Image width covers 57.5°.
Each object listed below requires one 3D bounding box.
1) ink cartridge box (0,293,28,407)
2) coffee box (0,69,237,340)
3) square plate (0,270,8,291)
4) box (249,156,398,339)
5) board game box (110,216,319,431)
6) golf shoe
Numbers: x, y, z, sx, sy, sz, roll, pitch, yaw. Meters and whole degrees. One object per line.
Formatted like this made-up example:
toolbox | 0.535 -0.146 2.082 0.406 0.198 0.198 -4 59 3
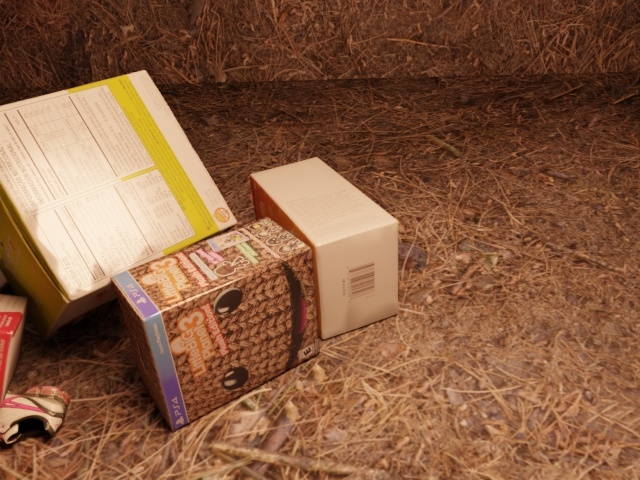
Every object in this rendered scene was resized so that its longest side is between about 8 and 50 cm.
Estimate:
ink cartridge box | -0.628 0.151 0.888 0.306 0.131 0.226 11 5 -23
coffee box | -0.431 -0.057 1.101 0.334 0.338 0.338 -30 -2 -37
square plate | -0.838 0.033 1.397 0.347 0.049 0.344 -2 31 4
box | 0.000 0.000 1.192 0.168 0.215 0.345 -16 33 -19
board game box | -0.163 0.130 0.979 0.291 0.232 0.141 -23 36 -28
golf shoe | -0.503 0.280 0.927 0.186 0.067 0.086 -5 32 -3
